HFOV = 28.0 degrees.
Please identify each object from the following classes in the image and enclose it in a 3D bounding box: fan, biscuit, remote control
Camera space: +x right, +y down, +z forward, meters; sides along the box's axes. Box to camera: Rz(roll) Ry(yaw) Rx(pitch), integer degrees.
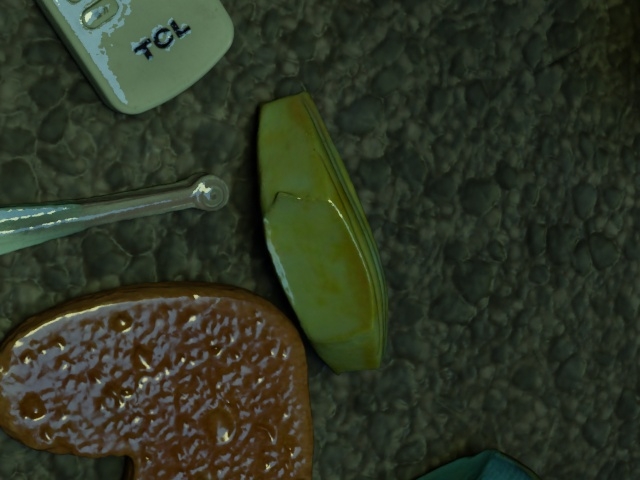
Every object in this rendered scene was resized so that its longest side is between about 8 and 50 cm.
[{"bbox_3d":[-0.182,-0.008,0.682,0.282,0.023,0.057,-14,95,-24],"label":"fan"},{"bbox_3d":[-0.093,0.119,0.736,0.186,0.036,0.192,-8,101,-23],"label":"biscuit"},{"bbox_3d":[-0.123,-0.161,0.685,0.087,0.029,0.190,-38,112,-17],"label":"remote control"}]

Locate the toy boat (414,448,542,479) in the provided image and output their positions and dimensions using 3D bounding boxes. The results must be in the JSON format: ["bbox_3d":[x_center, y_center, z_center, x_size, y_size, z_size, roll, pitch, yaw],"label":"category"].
[{"bbox_3d":[0.073,0.201,0.809,0.185,0.075,0.077,-33,108,-23],"label":"toy boat"}]

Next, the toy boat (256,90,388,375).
[{"bbox_3d":[0.000,0.000,0.753,0.065,0.066,0.172,-14,105,11],"label":"toy boat"}]
